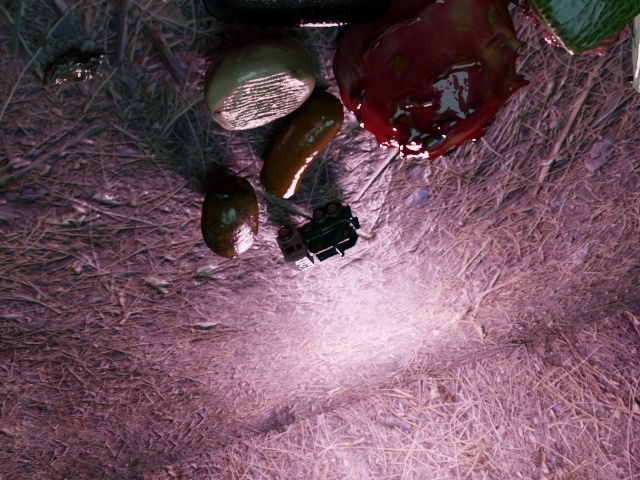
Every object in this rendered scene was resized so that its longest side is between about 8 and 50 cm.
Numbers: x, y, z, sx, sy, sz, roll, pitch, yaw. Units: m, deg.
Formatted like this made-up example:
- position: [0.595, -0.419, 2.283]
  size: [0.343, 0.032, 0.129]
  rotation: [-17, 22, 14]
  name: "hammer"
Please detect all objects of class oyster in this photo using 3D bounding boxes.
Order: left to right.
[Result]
- position: [-0.419, -0.295, 1.130]
  size: [0.100, 0.037, 0.098]
  rotation: [-19, 174, -40]
  name: "oyster"

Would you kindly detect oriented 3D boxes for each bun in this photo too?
- position: [-0.115, -0.294, 1.195]
  size: [0.209, 0.116, 0.237]
  rotation: [-22, 172, -7]
  name: "bun"

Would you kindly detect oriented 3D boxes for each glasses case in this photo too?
- position: [-0.034, -0.416, 1.072]
  size: [0.321, 0.082, 0.122]
  rotation: [-4, 136, -13]
  name: "glasses case"

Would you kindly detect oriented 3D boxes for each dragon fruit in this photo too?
- position: [0.226, -0.303, 1.251]
  size: [0.386, 0.249, 0.371]
  rotation: [-32, 150, 25]
  name: "dragon fruit"

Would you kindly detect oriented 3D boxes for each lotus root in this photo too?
- position: [-0.207, -0.043, 1.505]
  size: [0.128, 0.145, 0.260]
  rotation: [22, 145, 12]
  name: "lotus root"

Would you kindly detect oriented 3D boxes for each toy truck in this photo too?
- position: [0.000, 0.000, 1.697]
  size: [0.216, 0.116, 0.110]
  rotation: [-24, 148, 10]
  name: "toy truck"

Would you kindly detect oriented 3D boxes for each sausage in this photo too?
- position: [-0.043, -0.203, 1.389]
  size: [0.108, 0.109, 0.270]
  rotation: [6, 141, -33]
  name: "sausage"

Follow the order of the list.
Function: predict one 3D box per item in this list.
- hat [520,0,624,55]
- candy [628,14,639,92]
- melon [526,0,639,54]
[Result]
- position: [0.509, -0.460, 1.261]
  size: [0.286, 0.107, 0.237]
  rotation: [-8, 131, -25]
  name: "hat"
- position: [0.775, -0.498, 1.296]
  size: [0.398, 0.172, 0.263]
  rotation: [-37, 150, 5]
  name: "candy"
- position: [0.456, -0.530, 1.075]
  size: [0.343, 0.331, 0.226]
  rotation: [-39, 178, 18]
  name: "melon"
